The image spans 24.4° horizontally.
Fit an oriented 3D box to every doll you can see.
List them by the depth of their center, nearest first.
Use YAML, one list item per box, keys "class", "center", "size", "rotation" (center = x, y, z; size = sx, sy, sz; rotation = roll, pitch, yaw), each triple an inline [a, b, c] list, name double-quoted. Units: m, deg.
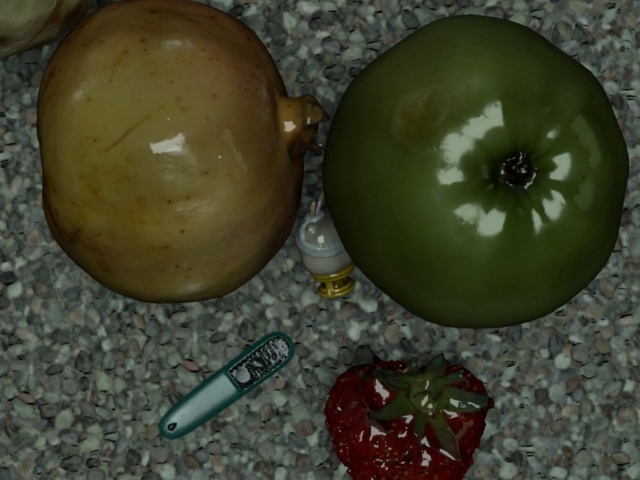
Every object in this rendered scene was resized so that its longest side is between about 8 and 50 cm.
- class: "doll"
  center: [0.000, 0.000, 1.743]
  size: [0.073, 0.084, 0.127]
  rotation: [-28, 118, -31]

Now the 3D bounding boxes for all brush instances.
- class: "brush"
  center: [-0.113, 0.176, 1.768]
  size: [0.193, 0.032, 0.043]
  rotation: [-36, 93, -1]

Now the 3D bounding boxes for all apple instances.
- class: "apple"
  center: [0.170, -0.070, 1.627]
  size: [0.357, 0.357, 0.357]
  rotation: [0, 92, -2]

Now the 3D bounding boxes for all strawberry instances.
- class: "strawberry"
  center: [0.096, 0.229, 1.717]
  size: [0.184, 0.187, 0.201]
  rotation: [30, 128, 27]

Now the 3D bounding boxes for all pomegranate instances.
- class: "pomegranate"
  center: [-0.146, -0.101, 1.614]
  size: [0.338, 0.338, 0.338]
  rotation: [0, 92, -2]

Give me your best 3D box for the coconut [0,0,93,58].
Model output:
- class: "coconut"
  center: [-0.372, -0.358, 1.551]
  size: [0.415, 0.415, 0.344]
  rotation: [-49, 134, 1]
